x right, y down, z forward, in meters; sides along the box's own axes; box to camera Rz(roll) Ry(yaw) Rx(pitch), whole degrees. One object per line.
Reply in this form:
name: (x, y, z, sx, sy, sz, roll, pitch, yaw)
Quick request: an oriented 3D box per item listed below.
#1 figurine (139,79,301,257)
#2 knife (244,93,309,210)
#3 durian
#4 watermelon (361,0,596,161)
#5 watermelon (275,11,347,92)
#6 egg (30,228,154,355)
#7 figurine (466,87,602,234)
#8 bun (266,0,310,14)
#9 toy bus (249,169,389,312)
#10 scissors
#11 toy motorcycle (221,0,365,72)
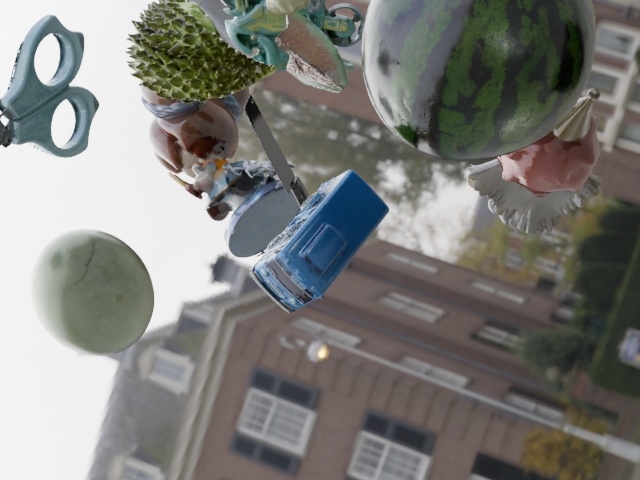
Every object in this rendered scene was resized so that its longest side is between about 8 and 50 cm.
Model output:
figurine: (-0.209, -0.182, 2.437, 0.248, 0.388, 0.276, -53, -29, 17)
knife: (-0.058, -0.106, 1.849, 0.245, 0.019, 0.072, 61, -161, -23)
durian: (-0.226, -0.326, 2.070, 0.169, 0.355, 0.157, 7, -65, -34)
watermelon: (0.189, -0.242, 1.469, 0.285, 0.285, 0.285, 19, -90, -75)
watermelon: (-0.017, -0.288, 1.969, 0.080, 0.155, 0.101, -46, -16, -48)
egg: (-0.361, 0.083, 1.918, 0.186, 0.186, 0.253, -63, -29, -26)
figurine: (0.328, -0.133, 1.793, 0.387, 0.207, 0.166, 91, -171, -66)
bun: (-0.041, -0.374, 1.844, 0.086, 0.055, 0.086, -45, 9, 9)
toy bus: (0.000, 0.000, 1.609, 0.185, 0.090, 0.106, -51, 14, -30)
scissors: (-0.393, -0.136, 1.474, 0.360, 0.029, 0.191, -45, -42, -45)
toy motorcycle: (-0.066, -0.403, 2.322, 0.109, 0.296, 0.198, -87, 11, -71)
